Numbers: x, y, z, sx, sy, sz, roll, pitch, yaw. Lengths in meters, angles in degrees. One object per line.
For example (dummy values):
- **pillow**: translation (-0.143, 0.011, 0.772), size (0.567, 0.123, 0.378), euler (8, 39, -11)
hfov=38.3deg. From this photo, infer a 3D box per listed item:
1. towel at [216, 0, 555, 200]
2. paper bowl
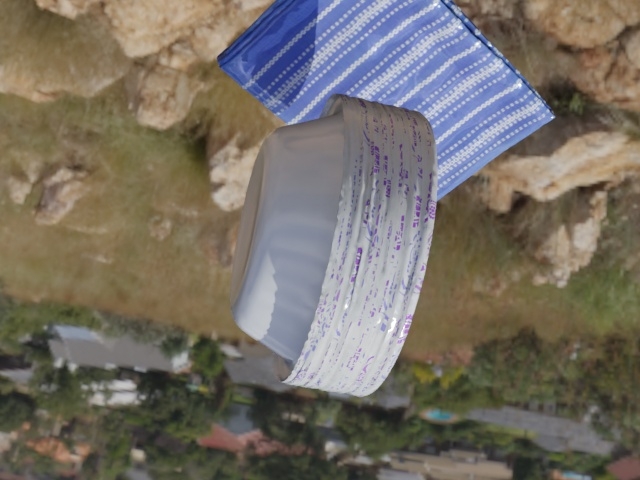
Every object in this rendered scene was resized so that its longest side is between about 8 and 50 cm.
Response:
- **towel**: translation (0.077, -0.175, 1.057), size (0.243, 0.040, 0.336), euler (-37, 120, 27)
- **paper bowl**: translation (0.000, 0.000, 0.892), size (0.148, 0.284, 0.284), euler (11, 156, -11)
